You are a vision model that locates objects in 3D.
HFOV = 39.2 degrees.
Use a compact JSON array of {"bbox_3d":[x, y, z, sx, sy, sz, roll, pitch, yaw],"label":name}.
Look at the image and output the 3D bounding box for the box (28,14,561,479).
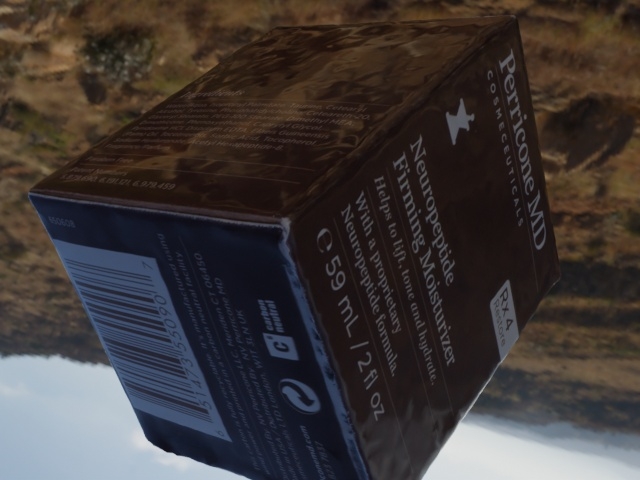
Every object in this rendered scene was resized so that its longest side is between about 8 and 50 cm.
[{"bbox_3d":[0.000,0.000,0.471,0.167,0.203,0.169,7,128,38],"label":"box"}]
